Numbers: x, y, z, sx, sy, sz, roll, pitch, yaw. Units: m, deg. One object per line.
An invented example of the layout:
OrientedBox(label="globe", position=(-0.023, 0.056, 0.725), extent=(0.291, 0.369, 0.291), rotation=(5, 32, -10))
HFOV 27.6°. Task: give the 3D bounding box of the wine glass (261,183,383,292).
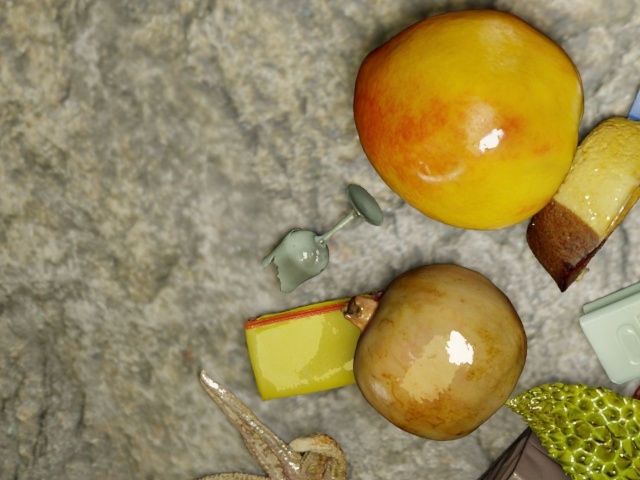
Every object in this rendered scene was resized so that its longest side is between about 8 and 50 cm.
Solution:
OrientedBox(label="wine glass", position=(0.000, 0.000, 1.966), extent=(0.195, 0.079, 0.079), rotation=(-39, 94, 27))

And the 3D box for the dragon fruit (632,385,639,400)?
OrientedBox(label="dragon fruit", position=(0.515, 0.227, 1.872), extent=(0.106, 0.083, 0.162), rotation=(2, 155, -20))

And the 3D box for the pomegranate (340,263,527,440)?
OrientedBox(label="pomegranate", position=(0.155, 0.153, 1.882), extent=(0.270, 0.229, 0.252), rotation=(35, 110, 1))

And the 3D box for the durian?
OrientedBox(label="durian", position=(0.446, 0.307, 1.861), extent=(0.355, 0.169, 0.157), rotation=(36, 94, -12))

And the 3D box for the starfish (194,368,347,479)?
OrientedBox(label="starfish", position=(-0.073, 0.424, 2.133), extent=(0.383, 0.132, 0.398), rotation=(23, 129, 12))

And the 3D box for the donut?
OrientedBox(label="donut", position=(0.355, -0.041, 1.777), extent=(0.112, 0.151, 0.295), rotation=(37, 125, 14))

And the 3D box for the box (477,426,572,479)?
OrientedBox(label="box", position=(0.295, 0.423, 1.967), extent=(0.153, 0.188, 0.252), rotation=(38, 120, 2))

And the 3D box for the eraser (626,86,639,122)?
OrientedBox(label="eraser", position=(0.462, -0.173, 1.760), extent=(0.084, 0.027, 0.063), rotation=(22, 116, 10))

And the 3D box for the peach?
OrientedBox(label="peach", position=(0.186, -0.160, 1.727), extent=(0.308, 0.289, 0.289), rotation=(17, 115, 7))

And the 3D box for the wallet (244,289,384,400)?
OrientedBox(label="wallet", position=(0.006, 0.161, 2.041), extent=(0.241, 0.067, 0.141), rotation=(-12, 101, 19))

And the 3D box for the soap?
OrientedBox(label="soap", position=(0.482, 0.114, 1.845), extent=(0.198, 0.066, 0.119), rotation=(-26, 98, 27))
